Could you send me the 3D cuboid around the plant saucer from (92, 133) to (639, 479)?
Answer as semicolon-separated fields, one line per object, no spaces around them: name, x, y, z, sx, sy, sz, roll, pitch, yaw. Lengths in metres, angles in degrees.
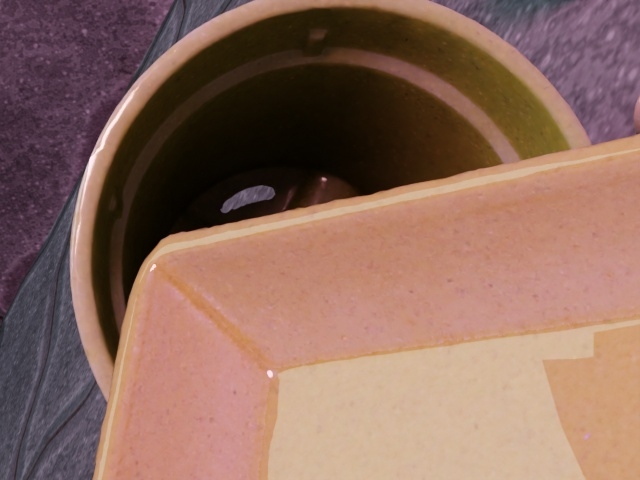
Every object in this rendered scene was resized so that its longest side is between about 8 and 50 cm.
plant saucer;0.060;0.132;0.426;0.333;0.081;0.332;-12;56;29

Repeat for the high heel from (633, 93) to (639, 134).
high heel;0.239;-0.124;0.498;0.117;0.082;0.244;28;79;40

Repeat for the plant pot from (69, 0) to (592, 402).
plant pot;-0.004;0.023;0.704;0.254;0.276;0.276;146;145;-78
